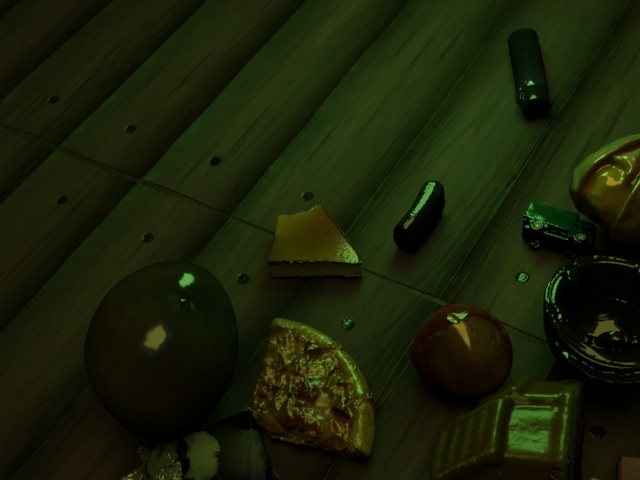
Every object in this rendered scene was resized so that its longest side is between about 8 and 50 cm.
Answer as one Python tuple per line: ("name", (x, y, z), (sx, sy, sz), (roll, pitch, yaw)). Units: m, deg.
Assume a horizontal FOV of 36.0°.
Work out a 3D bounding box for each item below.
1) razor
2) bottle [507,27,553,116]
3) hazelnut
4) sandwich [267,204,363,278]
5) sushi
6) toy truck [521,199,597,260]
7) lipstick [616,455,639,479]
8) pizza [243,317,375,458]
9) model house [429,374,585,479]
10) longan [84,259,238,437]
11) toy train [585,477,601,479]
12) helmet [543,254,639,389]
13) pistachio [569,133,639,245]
("razor", (0.203, -0.048, 1.998), (0.054, 0.090, 0.148), (22, 59, 26))
("bottle", (0.472, -0.382, 2.244), (0.082, 0.072, 0.244), (9, 49, -11))
("hazelnut", (0.248, 0.187, 1.745), (0.182, 0.182, 0.182), (-4, 50, 5))
("sandwich", (0.000, 0.000, 2.010), (0.193, 0.058, 0.162), (1, 50, 13))
("sushi", (-0.203, 0.403, 1.691), (0.273, 0.109, 0.134), (-20, 53, 11))
("toy truck", (0.471, -0.015, 1.944), (0.147, 0.065, 0.079), (21, 53, 26))
("lipstick", (0.499, 0.422, 1.587), (0.045, 0.045, 0.145), (6, 52, 11))
("pizza", (-0.032, 0.275, 1.771), (0.226, 0.086, 0.335), (-25, 53, -14))
("model house", (0.310, 0.344, 1.620), (0.239, 0.173, 0.268), (1, 37, 20))
("longan", (-0.276, 0.189, 1.743), (0.288, 0.288, 0.350), (-8, 26, 3))
("toy train", (0.530, 0.429, 1.527), (0.252, 0.048, 0.055), (18, 55, -2))
("helmet", (0.502, 0.167, 1.723), (0.231, 0.160, 0.278), (0, 50, 3))
("pistachio", (0.617, -0.109, 1.892), (0.309, 0.229, 0.230), (-15, 44, -40))
